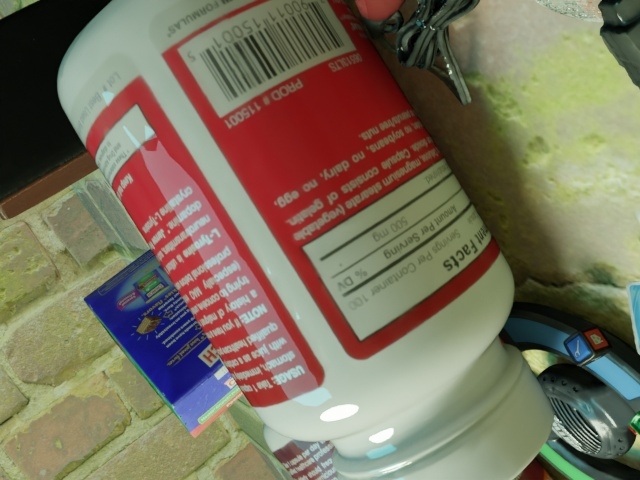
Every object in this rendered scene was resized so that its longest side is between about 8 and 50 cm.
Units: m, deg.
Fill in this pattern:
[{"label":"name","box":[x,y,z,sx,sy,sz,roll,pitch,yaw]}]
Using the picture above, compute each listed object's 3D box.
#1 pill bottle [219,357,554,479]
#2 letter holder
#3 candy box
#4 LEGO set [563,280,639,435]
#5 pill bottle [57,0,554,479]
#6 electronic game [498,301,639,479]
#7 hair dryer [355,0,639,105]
[{"label":"pill bottle","box":[0.080,0.223,0.737,0.392,0.224,0.224,50,159,7]},{"label":"letter holder","box":[-0.266,-0.162,0.741,0.152,0.302,0.214,55,159,-5]},{"label":"candy box","box":[-0.221,0.136,1.163,0.317,0.268,0.122,36,157,37]},{"label":"LEGO set","box":[0.258,0.105,0.376,0.244,0.060,0.182,-10,90,60]},{"label":"pill bottle","box":[0.000,0.000,0.512,0.407,0.229,0.229,58,159,-1]},{"label":"electronic game","box":[0.224,0.148,0.561,0.229,0.048,0.229,43,157,23]},{"label":"hair dryer","box":[0.026,-0.139,0.324,0.294,0.080,0.224,32,170,-32]}]
